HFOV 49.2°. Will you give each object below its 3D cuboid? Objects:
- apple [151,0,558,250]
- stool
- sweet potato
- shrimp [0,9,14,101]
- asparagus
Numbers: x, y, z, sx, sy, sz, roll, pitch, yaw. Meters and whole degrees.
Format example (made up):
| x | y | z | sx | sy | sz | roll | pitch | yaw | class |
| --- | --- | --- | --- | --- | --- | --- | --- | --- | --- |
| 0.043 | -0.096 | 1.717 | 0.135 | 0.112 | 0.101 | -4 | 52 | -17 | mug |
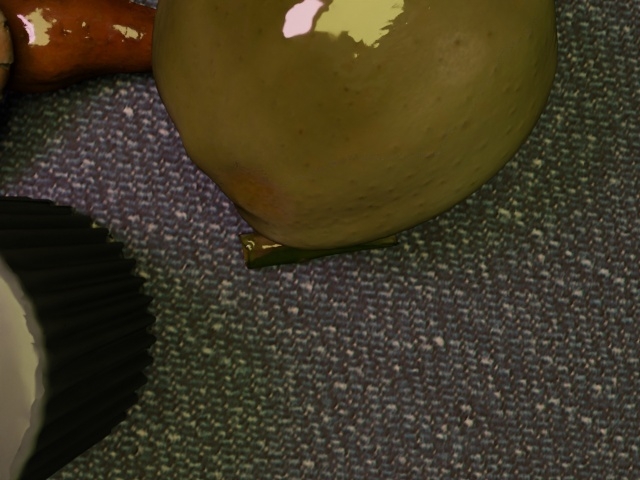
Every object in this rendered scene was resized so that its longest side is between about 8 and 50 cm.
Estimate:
| x | y | z | sx | sy | sz | roll | pitch | yaw | class |
| --- | --- | --- | --- | --- | --- | --- | --- | --- | --- |
| 0.022 | -0.176 | 0.636 | 0.357 | 0.357 | 0.357 | 0 | 88 | -5 | apple |
| -0.312 | 0.096 | 0.600 | 0.297 | 0.330 | 0.297 | 0 | 89 | -6 | stool |
| -0.287 | -0.209 | 0.723 | 0.359 | 0.112 | 0.112 | -7 | 89 | -3 | sweet potato |
| -0.369 | -0.144 | 0.673 | 0.115 | 0.051 | 0.217 | 31 | 108 | 2 | shrimp |
| 0.000 | 0.000 | 0.775 | 0.178 | 0.041 | 0.045 | -9 | 97 | -6 | asparagus |
